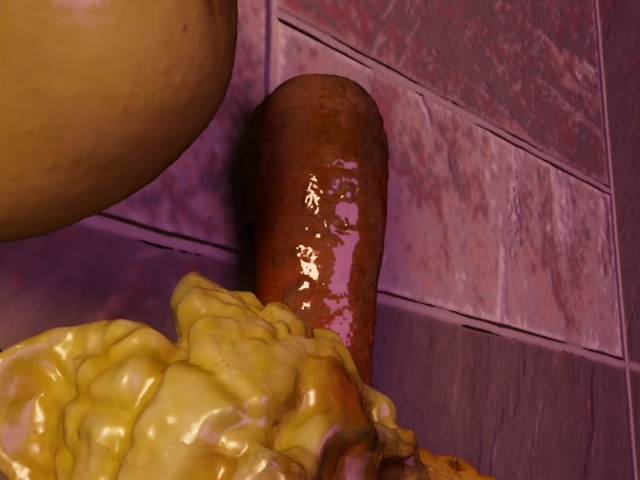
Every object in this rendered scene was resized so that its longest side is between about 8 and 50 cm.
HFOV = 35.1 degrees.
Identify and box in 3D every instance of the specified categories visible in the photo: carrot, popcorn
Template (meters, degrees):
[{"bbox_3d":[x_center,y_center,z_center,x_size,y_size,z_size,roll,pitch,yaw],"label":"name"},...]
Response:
[{"bbox_3d":[0.000,0.000,0.911,0.138,0.138,0.302,8,73,-48],"label":"carrot"},{"bbox_3d":[-0.062,0.160,0.708,0.293,0.237,0.293,11,75,-48],"label":"popcorn"}]

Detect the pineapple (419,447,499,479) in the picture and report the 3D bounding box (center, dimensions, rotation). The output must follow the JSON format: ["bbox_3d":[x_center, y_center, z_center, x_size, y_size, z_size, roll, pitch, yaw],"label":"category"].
[{"bbox_3d":[0.068,0.284,0.952,0.249,0.140,0.164,-7,126,-36],"label":"pineapple"}]

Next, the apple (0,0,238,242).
[{"bbox_3d":[-0.189,-0.144,0.605,0.254,0.292,0.292,-10,87,-66],"label":"apple"}]
